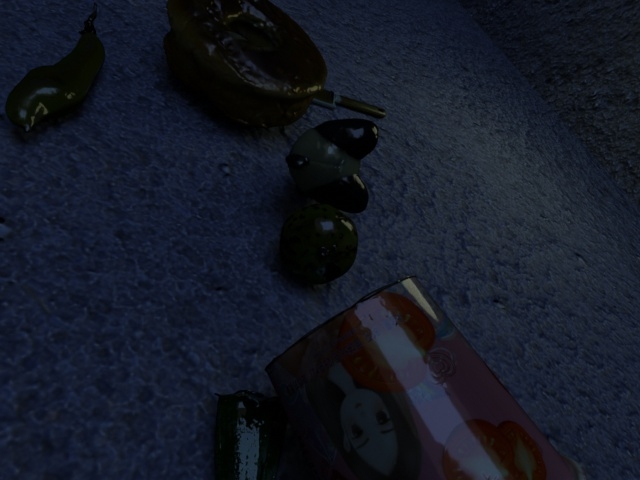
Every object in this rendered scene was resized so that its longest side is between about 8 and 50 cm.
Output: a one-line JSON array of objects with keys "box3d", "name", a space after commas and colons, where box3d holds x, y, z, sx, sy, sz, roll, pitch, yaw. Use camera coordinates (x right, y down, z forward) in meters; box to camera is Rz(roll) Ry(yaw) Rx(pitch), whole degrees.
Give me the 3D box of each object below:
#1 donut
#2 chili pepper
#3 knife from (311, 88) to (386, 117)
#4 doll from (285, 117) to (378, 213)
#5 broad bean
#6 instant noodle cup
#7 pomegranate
[{"box3d": [-0.151, -0.356, 0.851, 0.330, 0.160, 0.330, 22, 43, -22], "name": "donut"}, {"box3d": [-0.078, 0.264, 0.418, 0.088, 0.059, 0.227, 18, 48, -19], "name": "chili pepper"}, {"box3d": [0.022, -0.344, 1.044, 0.343, 0.027, 0.061, 9, 53, -27], "name": "knife"}, {"box3d": [0.019, -0.128, 0.725, 0.135, 0.144, 0.234, 10, 9, 1], "name": "doll"}, {"box3d": [-0.395, -0.264, 0.679, 0.075, 0.067, 0.325, 45, 30, -38], "name": "broad bean"}, {"box3d": [0.083, 0.182, 0.440, 0.243, 0.243, 0.231, -17, 68, -41], "name": "instant noodle cup"}, {"box3d": [0.000, 0.000, 0.668, 0.122, 0.122, 0.161, 35, 16, -1], "name": "pomegranate"}]
